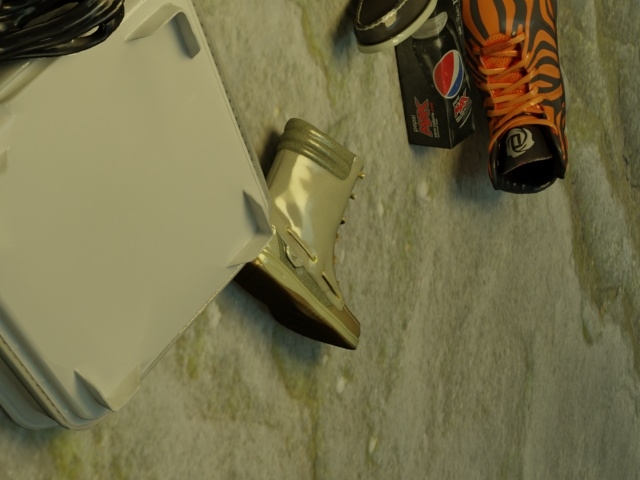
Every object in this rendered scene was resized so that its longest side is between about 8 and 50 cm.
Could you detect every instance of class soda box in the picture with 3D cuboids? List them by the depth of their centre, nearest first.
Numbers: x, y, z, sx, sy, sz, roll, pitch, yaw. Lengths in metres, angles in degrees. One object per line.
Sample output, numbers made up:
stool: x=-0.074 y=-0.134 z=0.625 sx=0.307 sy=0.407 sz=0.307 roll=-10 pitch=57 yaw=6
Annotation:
soda box: x=0.123 y=-0.187 z=1.204 sx=0.053 sy=0.060 sz=0.169 roll=-37 pitch=126 yaw=-42

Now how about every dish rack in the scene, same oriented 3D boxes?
dish rack: x=-0.147 y=-0.023 z=0.791 sx=0.285 sy=0.072 sz=0.333 roll=-48 pitch=145 yaw=-23

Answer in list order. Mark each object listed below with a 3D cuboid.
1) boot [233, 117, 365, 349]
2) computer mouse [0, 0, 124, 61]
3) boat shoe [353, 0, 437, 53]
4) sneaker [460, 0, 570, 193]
boot: x=0.000 y=0.000 z=1.071 sx=0.213 sy=0.077 sz=0.165 roll=46 pitch=59 yaw=-47
computer mouse: x=-0.251 y=-0.213 z=0.643 sx=0.188 sy=0.072 sz=0.272 roll=-27 pitch=99 yaw=-23
boat shoe: x=0.084 y=-0.278 z=1.120 sx=0.228 sy=0.081 sz=0.068 roll=-61 pitch=137 yaw=-35
sneaker: x=0.224 y=-0.175 z=1.246 sx=0.321 sy=0.124 sz=0.180 roll=53 pitch=32 yaw=-44
